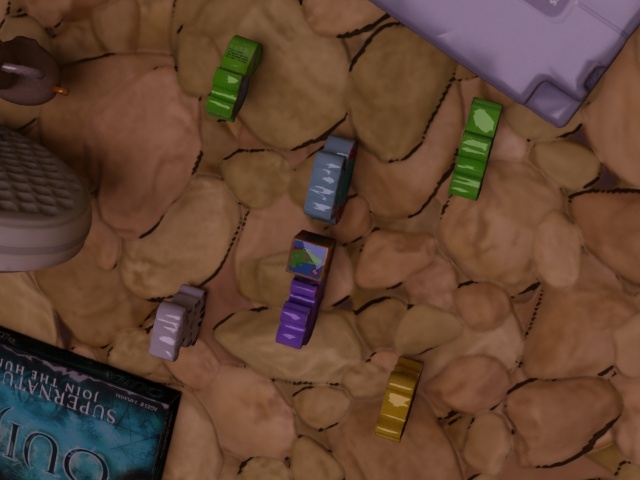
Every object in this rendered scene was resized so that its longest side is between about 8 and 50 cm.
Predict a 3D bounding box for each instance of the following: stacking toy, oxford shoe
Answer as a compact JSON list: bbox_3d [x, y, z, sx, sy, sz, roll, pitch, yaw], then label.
[{"bbox_3d":[0.000,0.000,0.672,0.167,0.052,0.221,18,107,9],"label":"stacking toy"},{"bbox_3d":[-0.338,-0.026,0.701,0.450,0.169,0.130,10,105,21],"label":"oxford shoe"}]

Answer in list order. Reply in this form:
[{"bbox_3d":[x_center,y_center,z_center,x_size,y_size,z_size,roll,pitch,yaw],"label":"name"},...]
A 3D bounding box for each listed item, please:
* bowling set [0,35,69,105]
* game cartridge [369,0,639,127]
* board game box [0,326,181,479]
[{"bbox_3d":[-0.273,-0.190,0.666,0.287,0.154,0.199,14,90,13],"label":"bowling set"},{"bbox_3d":[0.131,-0.230,0.566,0.196,0.060,0.294,35,111,1],"label":"game cartridge"},{"bbox_3d":[-0.197,0.134,0.775,0.186,0.026,0.126,18,109,11],"label":"board game box"}]
